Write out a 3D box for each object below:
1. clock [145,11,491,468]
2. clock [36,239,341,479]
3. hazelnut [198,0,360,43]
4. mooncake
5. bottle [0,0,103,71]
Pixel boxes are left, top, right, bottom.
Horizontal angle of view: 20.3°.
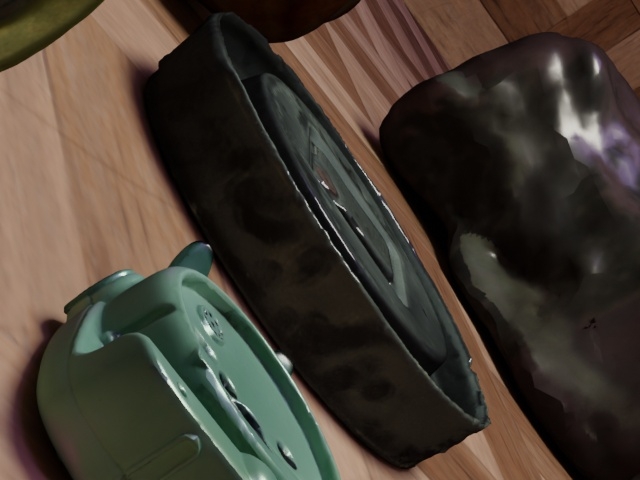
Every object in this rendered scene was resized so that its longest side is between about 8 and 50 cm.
[{"bbox_3d":[0.000,0.000,0.817,0.226,0.049,0.226,55,8,-12],"label":"clock"},{"bbox_3d":[-0.032,0.049,0.495,0.101,0.041,0.135,53,10,-19],"label":"clock"},{"bbox_3d":[-0.034,-0.225,1.033,0.218,0.218,0.234,54,29,-13],"label":"hazelnut"},{"bbox_3d":[0.225,0.020,1.449,0.381,0.212,0.350,61,4,18],"label":"mooncake"},{"bbox_3d":[-0.143,-0.163,0.443,0.260,0.112,0.112,58,9,14],"label":"bottle"}]
